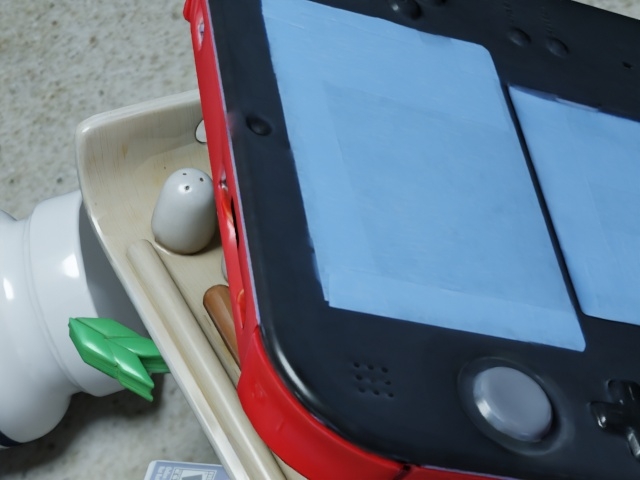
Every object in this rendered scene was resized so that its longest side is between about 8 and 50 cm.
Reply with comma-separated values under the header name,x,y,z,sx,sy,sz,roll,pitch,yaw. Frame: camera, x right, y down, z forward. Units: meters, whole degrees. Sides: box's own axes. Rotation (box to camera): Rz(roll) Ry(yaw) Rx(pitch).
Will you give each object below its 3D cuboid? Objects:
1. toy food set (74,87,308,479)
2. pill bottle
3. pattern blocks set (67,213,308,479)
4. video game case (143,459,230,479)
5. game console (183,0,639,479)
name,x,y,z,sx,sy,sz,roll,pitch,yaw
toy food set,0.028,0.024,0.897,0.219,0.092,0.306,-17,58,-25
pill bottle,-0.245,0.065,1.031,0.264,0.153,0.153,-18,47,9
pattern blocks set,0.000,0.000,0.989,0.285,0.026,0.325,37,52,17
video game case,-0.033,0.208,0.883,0.183,0.023,0.201,2,47,17
game console,0.103,-0.018,0.884,0.342,0.060,0.387,8,45,-20
